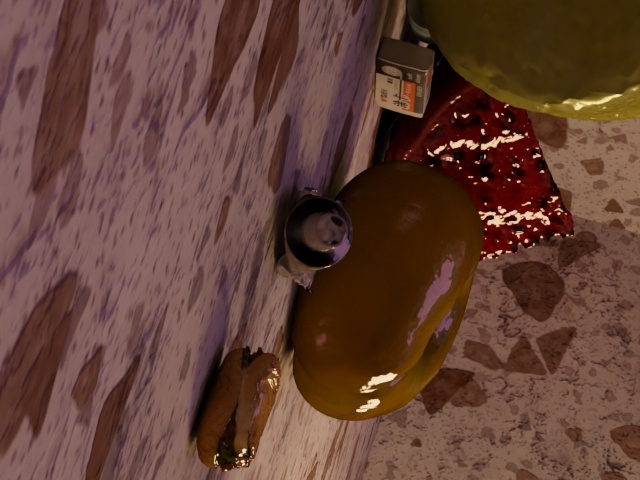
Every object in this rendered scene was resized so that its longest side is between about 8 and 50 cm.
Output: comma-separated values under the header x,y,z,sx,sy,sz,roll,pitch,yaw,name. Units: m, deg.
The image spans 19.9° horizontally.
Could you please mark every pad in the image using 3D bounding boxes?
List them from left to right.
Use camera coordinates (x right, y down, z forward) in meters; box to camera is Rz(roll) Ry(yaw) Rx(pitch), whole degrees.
x,y,z,sx,sy,sz,roll,pitch,yaw,name
0.129,-0.209,2.019,0.159,0.009,0.265,-52,-175,29,pad

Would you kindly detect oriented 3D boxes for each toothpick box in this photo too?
x,y,z,sx,sy,sz,roll,pitch,yaw,name
0.115,-0.235,1.885,0.083,0.052,0.052,53,53,-85,toothpick box

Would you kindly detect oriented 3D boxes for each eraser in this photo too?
x,y,z,sx,sy,sz,roll,pitch,yaw,name
0.081,-0.157,1.760,0.122,0.052,0.029,90,19,-72,eraser

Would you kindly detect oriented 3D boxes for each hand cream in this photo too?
x,y,z,sx,sy,sz,roll,pitch,yaw,name
-0.004,-0.001,1.403,0.257,0.050,0.084,132,-25,-89,hand cream

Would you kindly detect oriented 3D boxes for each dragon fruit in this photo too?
x,y,z,sx,sy,sz,roll,pitch,yaw,name
0.188,-0.091,2.091,0.302,0.240,0.330,-48,-177,24,dragon fruit

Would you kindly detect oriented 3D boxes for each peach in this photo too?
x,y,z,sx,sy,sz,roll,pitch,yaw,name
0.056,0.050,1.663,0.251,0.153,0.251,-52,158,-32,peach

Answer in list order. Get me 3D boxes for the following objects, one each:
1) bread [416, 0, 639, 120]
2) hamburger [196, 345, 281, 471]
x,y,z,sx,sy,sz,roll,pitch,yaw,name
0.243,-0.266,1.650,0.308,0.348,0.348,-40,146,-71,bread
-0.055,0.113,1.220,0.076,0.044,0.083,91,13,-61,hamburger
